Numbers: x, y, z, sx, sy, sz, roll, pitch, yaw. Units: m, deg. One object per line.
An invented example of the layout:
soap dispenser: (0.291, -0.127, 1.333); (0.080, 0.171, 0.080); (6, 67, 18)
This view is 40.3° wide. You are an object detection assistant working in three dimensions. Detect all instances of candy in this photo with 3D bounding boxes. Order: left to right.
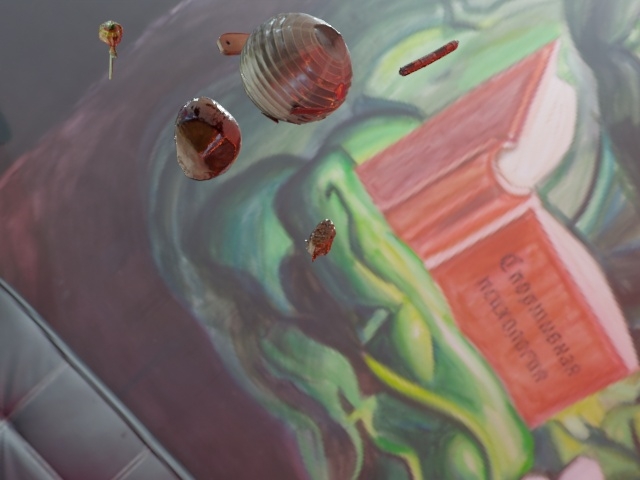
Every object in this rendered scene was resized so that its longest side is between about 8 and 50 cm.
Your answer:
candy: (-0.518, -0.464, 2.152); (0.060, 0.060, 0.201); (48, -28, 16)

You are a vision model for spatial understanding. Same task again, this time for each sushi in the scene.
sushi: (0.004, 0.001, 1.927); (0.061, 0.118, 0.060); (25, -41, 24)

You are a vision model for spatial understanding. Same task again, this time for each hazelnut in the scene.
hazelnut: (-0.278, -0.237, 2.101); (0.170, 0.202, 0.161); (-16, 60, -34)

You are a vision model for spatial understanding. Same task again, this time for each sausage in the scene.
sausage: (0.256, -0.428, 2.042); (0.028, 0.198, 0.025); (56, -26, 4)

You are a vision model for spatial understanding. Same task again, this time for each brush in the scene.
brush: (-0.126, -0.486, 2.163); (0.327, 0.065, 0.070); (-16, 80, -41)

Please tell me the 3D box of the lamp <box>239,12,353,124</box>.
lamp: (-0.052, -0.356, 1.835); (0.233, 0.233, 0.265); (48, 37, 15)
